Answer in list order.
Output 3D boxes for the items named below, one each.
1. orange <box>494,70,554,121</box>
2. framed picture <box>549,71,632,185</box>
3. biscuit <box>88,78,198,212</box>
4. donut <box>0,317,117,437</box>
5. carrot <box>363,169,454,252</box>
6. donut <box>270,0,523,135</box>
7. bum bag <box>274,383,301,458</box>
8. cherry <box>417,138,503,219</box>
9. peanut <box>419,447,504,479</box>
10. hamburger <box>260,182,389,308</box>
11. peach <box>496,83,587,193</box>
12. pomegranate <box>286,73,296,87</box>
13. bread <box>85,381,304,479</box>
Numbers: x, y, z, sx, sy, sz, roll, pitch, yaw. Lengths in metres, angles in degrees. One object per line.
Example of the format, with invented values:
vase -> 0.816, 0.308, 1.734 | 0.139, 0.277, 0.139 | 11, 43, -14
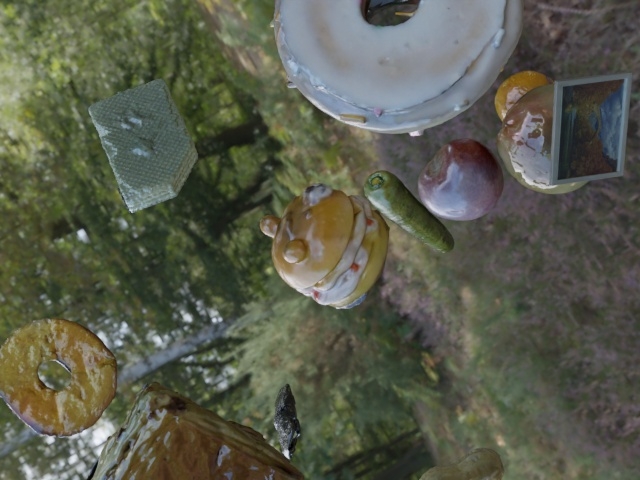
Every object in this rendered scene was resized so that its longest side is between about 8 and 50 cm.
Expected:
orange -> 0.582, -0.393, 2.331 | 0.177, 0.178, 0.155 | 61, -169, -53
framed picture -> 0.611, -0.251, 1.877 | 0.016, 0.184, 0.249 | -114, 19, -63
biscuit -> -0.303, -0.171, 1.442 | 0.052, 0.150, 0.252 | 84, 162, -56
donut -> -0.414, 0.214, 1.309 | 0.190, 0.174, 0.074 | 27, 170, -4
carrot -> 0.193, -0.043, 1.681 | 0.358, 0.074, 0.074 | 36, -162, -51
donut -> 0.114, -0.337, 1.269 | 0.382, 0.383, 0.142 | 59, 179, 13
bum bag -> -0.099, 0.508, 2.368 | 0.248, 0.069, 0.102 | -111, 18, -56
cherry -> 0.399, -0.154, 2.274 | 0.239, 0.239, 0.206 | 60, -174, -18
peanut -> 0.420, 0.727, 2.502 | 0.149, 0.313, 0.149 | 168, 90, -72
hamburger -> 0.000, 0.000, 1.894 | 0.237, 0.276, 0.276 | 27, -163, -31
peach -> 0.603, -0.266, 2.155 | 0.247, 0.292, 0.292 | 33, 157, 53
pomegranate -> 0.024, -0.466, 2.257 | 0.214, 0.248, 0.214 | -14, -90, -80
bread -> -0.219, 0.415, 1.399 | 0.325, 0.277, 0.167 | 30, 177, -15
